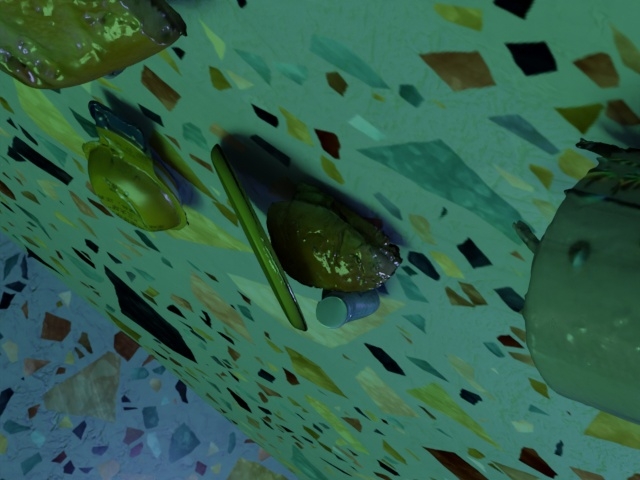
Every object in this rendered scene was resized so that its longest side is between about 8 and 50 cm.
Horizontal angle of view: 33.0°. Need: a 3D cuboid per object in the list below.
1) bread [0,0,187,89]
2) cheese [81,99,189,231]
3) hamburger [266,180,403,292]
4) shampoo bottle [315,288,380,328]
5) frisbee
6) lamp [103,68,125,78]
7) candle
[{"bbox_3d":[-0.252,-0.228,0.979,0.204,0.163,0.262,40,178,-44],"label":"bread"},{"bbox_3d":[-0.250,-0.088,1.428,0.177,0.069,0.270,31,157,15],"label":"cheese"},{"bbox_3d":[-0.006,-0.005,1.163,0.176,0.087,0.102,21,157,45],"label":"hamburger"},{"bbox_3d":[0.028,0.071,1.228,0.069,0.041,0.190,30,-173,6],"label":"shampoo bottle"},{"bbox_3d":[-0.072,-0.001,1.223,0.236,0.017,0.236,155,90,-86],"label":"frisbee"},{"bbox_3d":[-0.292,-0.227,1.149,0.193,0.106,0.106,21,157,15],"label":"lamp"},{"bbox_3d":[0.228,0.035,0.706,0.330,0.187,0.187,19,154,45],"label":"candle"}]
